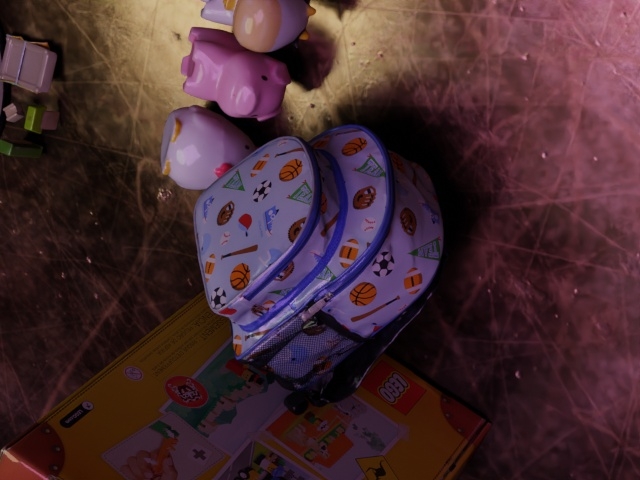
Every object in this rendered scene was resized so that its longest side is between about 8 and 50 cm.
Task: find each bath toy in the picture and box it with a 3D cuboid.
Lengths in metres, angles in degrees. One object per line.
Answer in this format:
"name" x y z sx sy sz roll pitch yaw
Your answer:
"bath toy" -0.084 -0.200 1.645 0.129 0.151 0.348 10 124 -16

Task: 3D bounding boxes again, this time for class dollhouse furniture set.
"dollhouse furniture set" -0.368 -0.181 1.861 0.076 0.059 0.151 20 101 28

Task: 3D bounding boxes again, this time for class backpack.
"backpack" 0.000 0.000 1.611 0.263 0.276 0.213 -34 138 18

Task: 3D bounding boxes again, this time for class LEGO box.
"LEGO box" -0.085 0.279 1.632 0.372 0.500 0.193 33 123 12

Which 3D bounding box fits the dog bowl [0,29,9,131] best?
"dog bowl" -0.611 -0.232 1.891 0.408 0.150 0.407 12 118 23
